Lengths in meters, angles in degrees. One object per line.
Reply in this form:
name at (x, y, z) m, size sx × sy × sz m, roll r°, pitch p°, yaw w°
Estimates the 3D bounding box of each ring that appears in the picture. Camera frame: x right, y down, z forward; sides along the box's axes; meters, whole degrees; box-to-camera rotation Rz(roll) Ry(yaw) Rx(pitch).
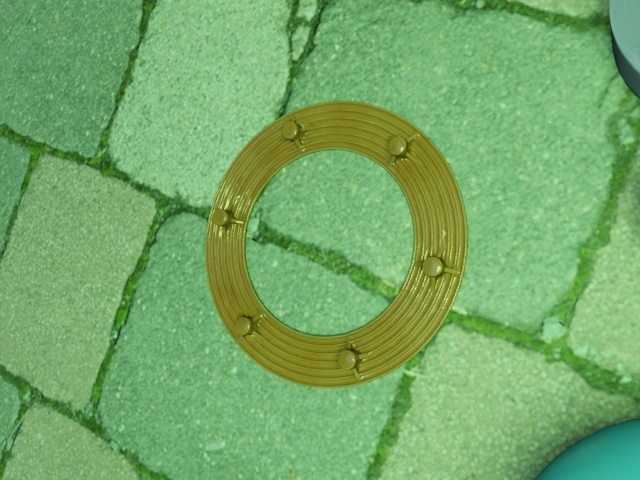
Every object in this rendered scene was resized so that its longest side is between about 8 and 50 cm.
ring at (0.000, 0.000, 0.746) m, size 0.336 × 0.032 × 0.337 m, roll -3°, pitch 82°, yaw 25°

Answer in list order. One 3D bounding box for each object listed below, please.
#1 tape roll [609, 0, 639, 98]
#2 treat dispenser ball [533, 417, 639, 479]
tape roll at (0.358, -0.204, 0.571) m, size 0.189 × 0.080 × 0.189 m, roll -4°, pitch 81°, yaw 26°
treat dispenser ball at (0.266, 0.266, 0.441) m, size 0.288 × 0.288 × 0.288 m, roll -3°, pitch 82°, yaw 26°
